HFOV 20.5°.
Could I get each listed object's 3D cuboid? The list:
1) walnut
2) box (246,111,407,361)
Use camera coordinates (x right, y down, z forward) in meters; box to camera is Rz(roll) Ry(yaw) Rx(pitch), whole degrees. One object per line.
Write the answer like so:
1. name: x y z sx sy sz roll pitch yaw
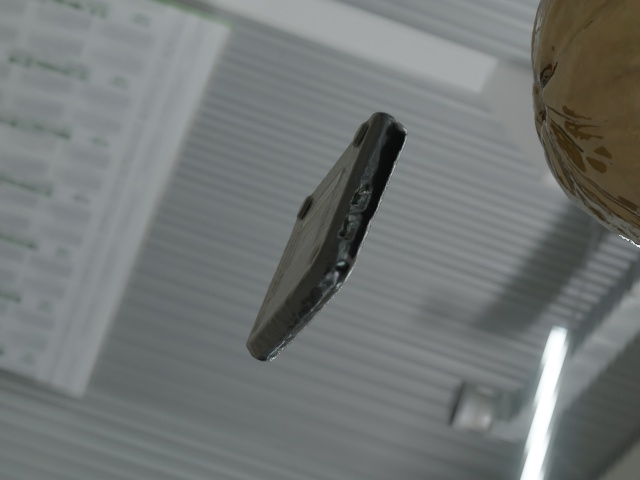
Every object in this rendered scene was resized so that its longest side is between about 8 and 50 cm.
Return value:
1. walnut: 0.229 -0.094 0.986 0.228 0.228 0.228 -161 -90 -82
2. box: 0.000 0.000 1.018 0.126 0.027 0.125 -50 -166 52
